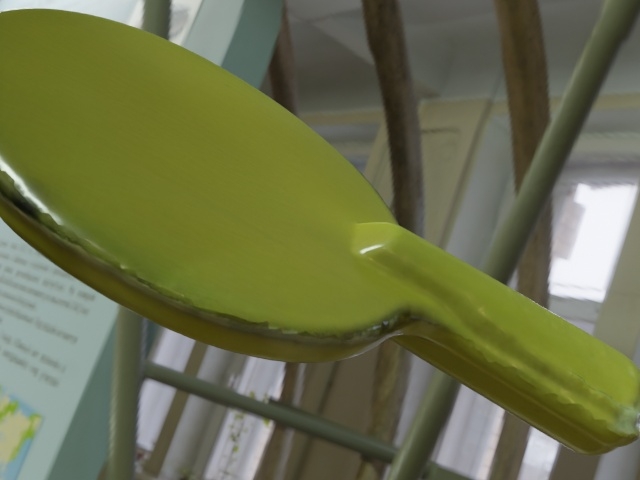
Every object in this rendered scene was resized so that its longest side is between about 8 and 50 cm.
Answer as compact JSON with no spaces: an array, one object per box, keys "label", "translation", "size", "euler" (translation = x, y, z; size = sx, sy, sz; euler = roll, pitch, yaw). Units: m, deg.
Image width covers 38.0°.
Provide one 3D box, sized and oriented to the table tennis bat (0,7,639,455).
[{"label":"table tennis bat","translation":[0.000,0.000,0.440],"size":[0.369,0.054,0.224],"euler":[30,27,-11]}]
